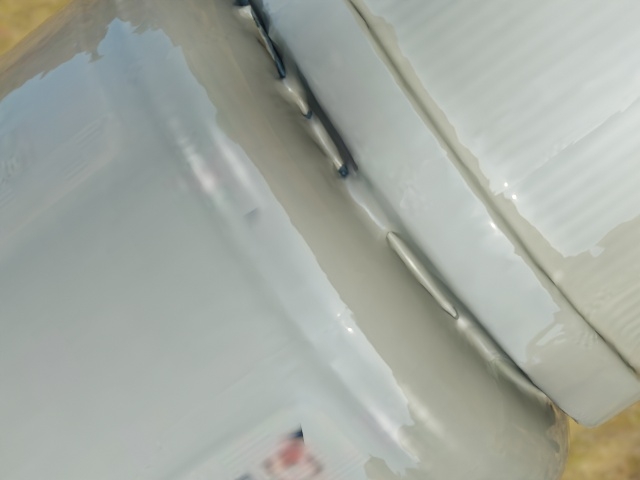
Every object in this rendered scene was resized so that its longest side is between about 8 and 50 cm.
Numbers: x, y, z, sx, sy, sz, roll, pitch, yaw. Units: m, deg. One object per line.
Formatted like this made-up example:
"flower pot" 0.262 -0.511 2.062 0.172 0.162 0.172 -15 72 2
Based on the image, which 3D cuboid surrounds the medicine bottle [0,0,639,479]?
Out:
"medicine bottle" 0.000 0.000 0.679 0.245 0.306 0.245 50 -167 -15
